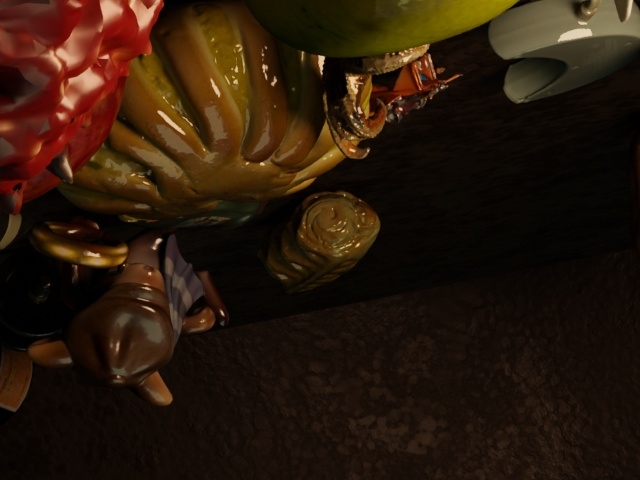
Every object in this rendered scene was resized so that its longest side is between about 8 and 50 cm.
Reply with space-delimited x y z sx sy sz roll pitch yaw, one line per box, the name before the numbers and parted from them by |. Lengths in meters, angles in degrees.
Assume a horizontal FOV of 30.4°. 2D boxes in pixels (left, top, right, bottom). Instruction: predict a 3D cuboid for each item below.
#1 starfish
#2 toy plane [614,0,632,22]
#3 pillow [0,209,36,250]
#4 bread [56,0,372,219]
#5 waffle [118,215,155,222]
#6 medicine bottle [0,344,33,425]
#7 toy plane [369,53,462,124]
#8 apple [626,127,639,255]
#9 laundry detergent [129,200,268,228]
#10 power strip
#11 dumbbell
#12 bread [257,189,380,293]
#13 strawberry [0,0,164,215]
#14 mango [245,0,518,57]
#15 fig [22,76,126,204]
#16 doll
starfish | 0.041 -0.153 0.997 0.074 0.146 0.190 11 141 -11
toy plane | 0.251 -0.258 0.890 0.251 0.101 0.255 -10 166 -7
pillow | -0.454 -0.017 1.399 0.186 0.106 0.250 -15 174 -3
bread | -0.110 -0.112 1.113 0.333 0.160 0.333 -13 168 -3
waffle | -0.118 -0.078 1.382 0.291 0.051 0.291 -23 -173 3
medicine bottle | -0.657 0.199 2.007 0.243 0.242 0.395 -12 163 3
toy plane | 0.066 -0.159 1.330 0.188 0.062 0.135 -17 -165 41
apple | 0.589 -0.069 1.727 0.277 0.319 0.319 6 174 15
laundry detergent | -0.162 -0.054 1.621 0.144 0.078 0.222 -6 178 34
power strip | 0.267 -0.215 1.272 0.168 0.054 0.253 -16 170 9
dumbbell | -0.469 0.100 1.915 0.143 0.143 0.325 -7 169 -22
bread | 0.000 0.000 1.943 0.152 0.129 0.268 -2 166 -22
strawberry | -0.204 -0.173 0.485 0.292 0.292 0.343 -9 152 -12
mango | 0.045 -0.201 0.802 0.273 0.149 0.185 -15 -166 41
fig | -0.266 -0.112 0.828 0.263 0.224 0.224 -15 170 39
doll | -0.265 0.069 1.649 0.209 0.318 0.339 -53 -169 19
